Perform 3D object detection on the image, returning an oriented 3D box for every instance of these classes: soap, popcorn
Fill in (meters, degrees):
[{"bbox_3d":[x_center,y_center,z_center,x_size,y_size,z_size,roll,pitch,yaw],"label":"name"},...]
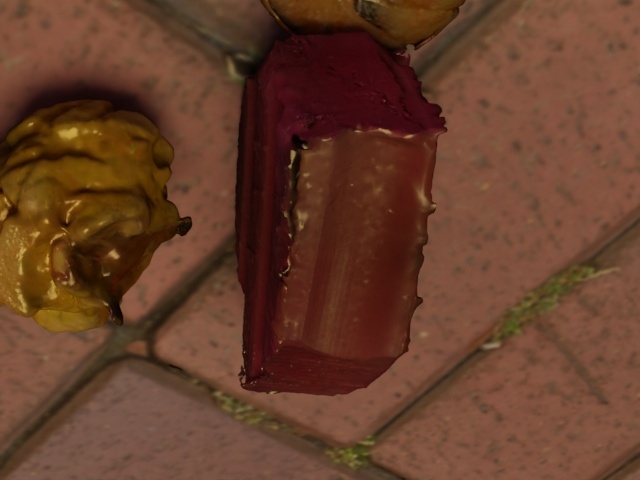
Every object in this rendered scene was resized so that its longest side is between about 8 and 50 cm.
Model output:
[{"bbox_3d":[0.000,0.000,0.839,0.112,0.182,0.289,1,127,-9],"label":"soap"},{"bbox_3d":[-0.169,-0.013,0.826,0.148,0.152,0.167,-26,146,-54],"label":"popcorn"}]

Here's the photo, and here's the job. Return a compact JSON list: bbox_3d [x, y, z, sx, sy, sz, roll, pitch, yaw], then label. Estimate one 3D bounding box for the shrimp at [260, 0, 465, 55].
[{"bbox_3d":[0.050,-0.234,0.732,0.178,0.075,0.289,19,137,-22],"label":"shrimp"}]
